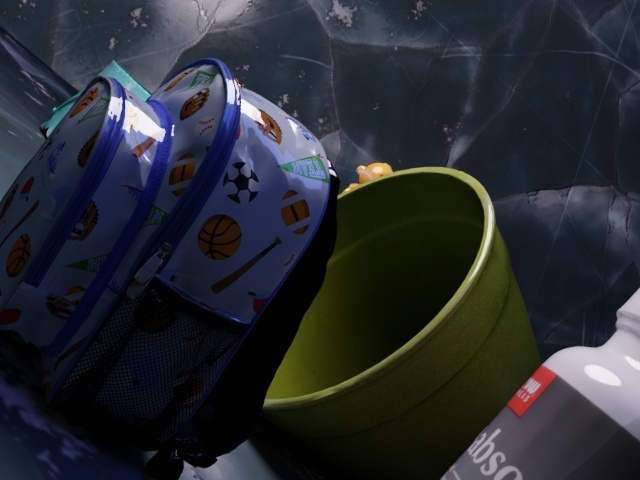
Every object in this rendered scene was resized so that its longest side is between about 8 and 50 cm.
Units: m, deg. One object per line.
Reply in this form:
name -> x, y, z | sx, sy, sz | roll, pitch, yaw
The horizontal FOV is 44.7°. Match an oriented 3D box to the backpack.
backpack -> -0.124, -0.013, 0.602 | 0.213, 0.263, 0.276 | 40, 3, -36

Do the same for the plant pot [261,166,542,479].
plant pot -> 0.118, 0.161, 0.955 | 0.353, 0.366, 0.366 | 53, -4, -27

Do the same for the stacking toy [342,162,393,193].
stacking toy -> 0.000, 0.000, 1.162 | 0.175, 0.302, 0.166 | 41, 1, -5

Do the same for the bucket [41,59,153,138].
bucket -> -0.356, -0.191, 1.468 | 0.281, 0.183, 0.281 | 41, 1, -1

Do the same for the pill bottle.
pill bottle -> 0.222, 0.221, 0.642 | 0.210, 0.363, 0.210 | 41, 1, -1
